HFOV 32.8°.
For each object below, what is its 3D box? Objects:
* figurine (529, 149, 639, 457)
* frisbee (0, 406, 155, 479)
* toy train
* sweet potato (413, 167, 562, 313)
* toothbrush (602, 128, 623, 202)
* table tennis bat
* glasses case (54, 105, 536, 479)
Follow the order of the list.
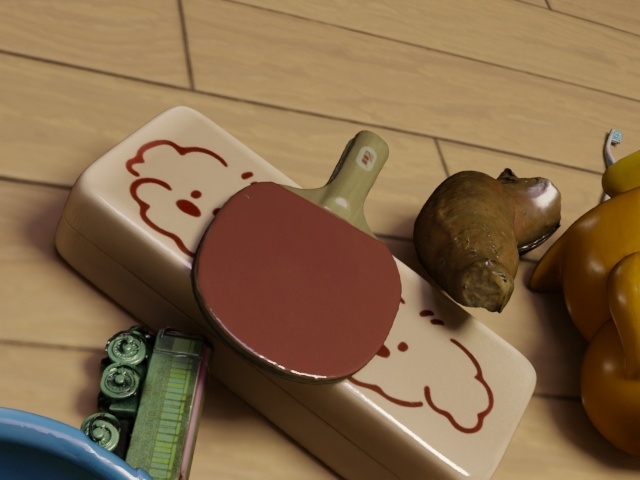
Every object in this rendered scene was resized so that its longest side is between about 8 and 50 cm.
[{"bbox_3d":[0.277,0.056,0.886,0.215,0.215,0.228,6,33,-28],"label":"figurine"},{"bbox_3d":[-0.159,0.190,0.473,0.242,0.045,0.242,0,90,-9],"label":"frisbee"},{"bbox_3d":[-0.109,0.114,0.665,0.071,0.038,0.148,15,45,-8],"label":"toy train"},{"bbox_3d":[0.132,-0.010,0.855,0.112,0.085,0.286,4,10,12],"label":"sweet potato"},{"bbox_3d":[0.298,-0.071,1.124,0.017,0.014,0.162,16,41,9],"label":"toothbrush"},{"bbox_3d":[0.000,0.000,0.747,0.138,0.022,0.246,32,43,-3],"label":"table tennis bat"},{"bbox_3d":[-0.015,0.048,0.762,0.336,0.076,0.144,36,41,3],"label":"glasses case"}]
